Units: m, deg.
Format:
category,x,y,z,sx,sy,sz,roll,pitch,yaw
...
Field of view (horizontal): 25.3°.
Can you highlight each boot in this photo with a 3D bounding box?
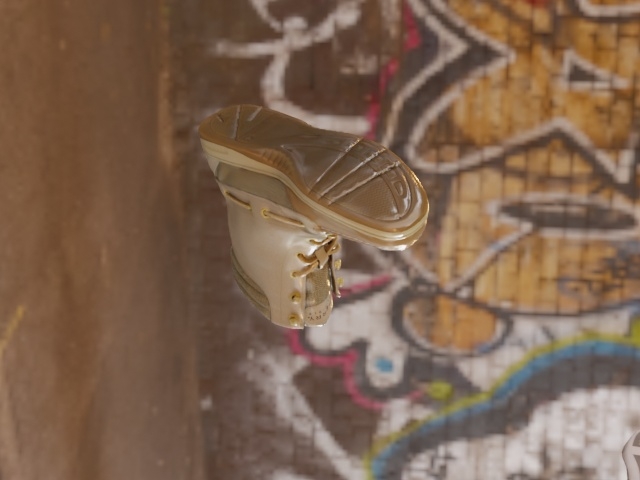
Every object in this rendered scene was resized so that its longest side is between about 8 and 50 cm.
category,x,y,z,sx,sy,sz,roll,pitch,yaw
boot,0.000,0.000,1.081,0.077,0.213,0.165,-35,134,-33

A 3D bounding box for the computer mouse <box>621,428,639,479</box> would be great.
category,x,y,z,sx,sy,sz,roll,pitch,yaw
computer mouse,0.178,0.143,0.689,0.193,0.106,0.042,-41,136,-68
